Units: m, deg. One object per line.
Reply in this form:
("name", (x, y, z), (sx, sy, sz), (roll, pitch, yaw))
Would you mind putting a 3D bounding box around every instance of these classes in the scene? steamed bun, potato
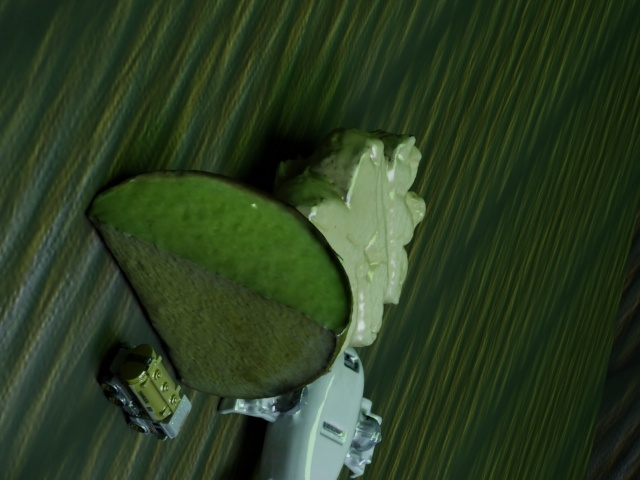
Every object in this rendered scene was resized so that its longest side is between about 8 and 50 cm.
("steamed bun", (0.000, 0.000, 1.577), (0.292, 0.137, 0.295), (18, 90, -64))
("potato", (-0.101, 0.056, 1.399), (0.112, 0.269, 0.255), (-60, 175, -33))

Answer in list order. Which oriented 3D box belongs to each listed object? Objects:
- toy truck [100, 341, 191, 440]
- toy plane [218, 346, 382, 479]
("toy truck", (-0.171, 0.151, 1.377), (0.052, 0.062, 0.123), (-63, 149, -29))
("toy plane", (-0.021, 0.230, 1.641), (0.252, 0.118, 0.252), (-4, 95, -45))
